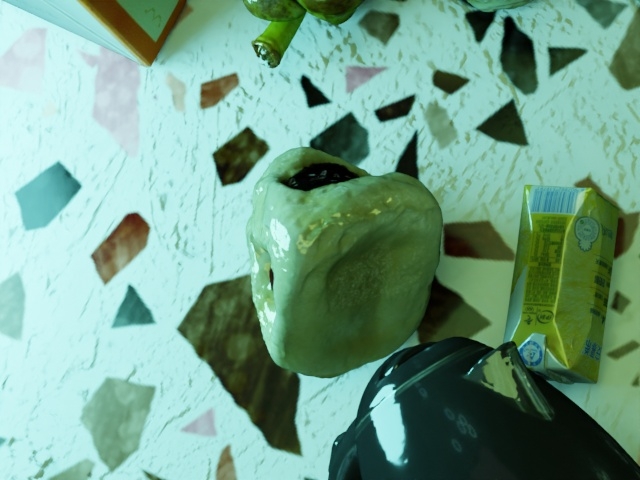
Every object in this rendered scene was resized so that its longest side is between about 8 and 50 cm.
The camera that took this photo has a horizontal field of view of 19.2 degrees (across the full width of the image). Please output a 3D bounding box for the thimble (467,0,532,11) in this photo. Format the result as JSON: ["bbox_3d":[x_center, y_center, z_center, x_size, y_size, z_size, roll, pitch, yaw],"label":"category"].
[{"bbox_3d":[0.134,-0.293,1.539,0.137,0.143,0.191,-17,74,11],"label":"thimble"}]

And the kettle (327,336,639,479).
[{"bbox_3d":[0.119,0.220,1.397,0.290,0.207,0.268,53,133,15],"label":"kettle"}]

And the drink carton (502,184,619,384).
[{"bbox_3d":[0.182,0.060,1.476,0.074,0.084,0.200,3,79,27],"label":"drink carton"}]

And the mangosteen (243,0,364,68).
[{"bbox_3d":[0.001,-0.239,1.575,0.145,0.156,0.181,-8,105,-13],"label":"mangosteen"}]

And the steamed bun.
[{"bbox_3d":[0.000,0.000,1.513,0.140,0.172,0.155,-11,40,-26],"label":"steamed bun"}]

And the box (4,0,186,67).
[{"bbox_3d":[-0.271,-0.362,1.570,0.348,0.318,0.257,25,85,20],"label":"box"}]
